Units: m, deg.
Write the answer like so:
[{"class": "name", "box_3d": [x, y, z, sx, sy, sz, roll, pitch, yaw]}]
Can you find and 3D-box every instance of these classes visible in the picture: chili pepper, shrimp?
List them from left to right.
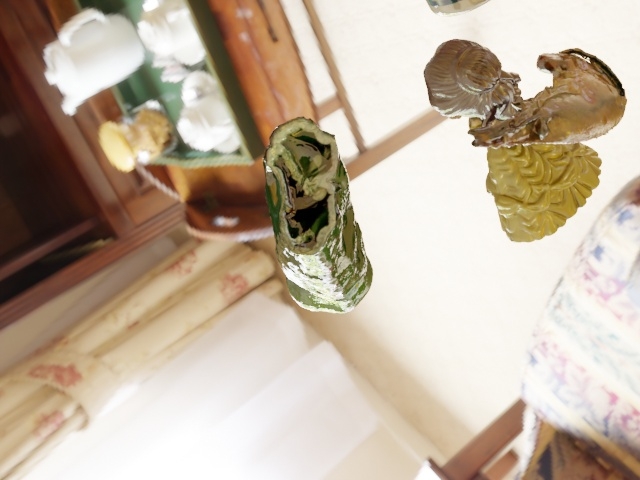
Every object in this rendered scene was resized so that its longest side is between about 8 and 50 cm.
[{"class": "chili pepper", "box_3d": [0.000, 0.000, 1.027, 0.270, 0.099, 0.136, 78, 168, -66]}, {"class": "shrimp", "box_3d": [0.237, -0.148, 1.105, 0.117, 0.262, 0.066, 58, 142, 26]}]

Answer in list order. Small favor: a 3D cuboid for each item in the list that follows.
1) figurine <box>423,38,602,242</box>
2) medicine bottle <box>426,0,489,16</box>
[{"class": "figurine", "box_3d": [0.260, -0.167, 1.450, 0.315, 0.187, 0.168, 45, -169, -30]}, {"class": "medicine bottle", "box_3d": [0.137, -0.362, 1.132, 0.107, 0.107, 0.191, 8, 137, 51]}]
